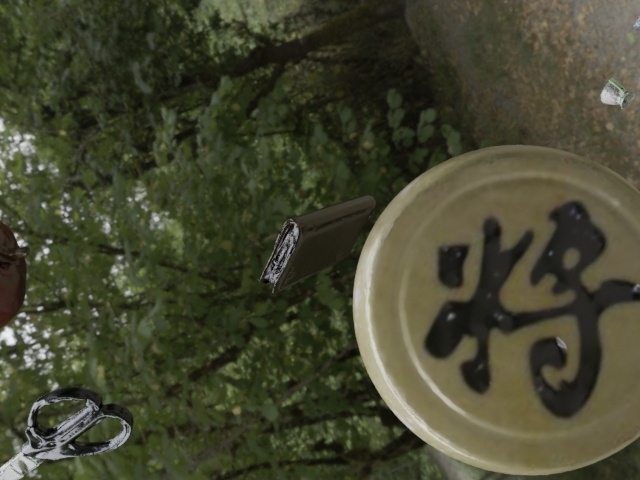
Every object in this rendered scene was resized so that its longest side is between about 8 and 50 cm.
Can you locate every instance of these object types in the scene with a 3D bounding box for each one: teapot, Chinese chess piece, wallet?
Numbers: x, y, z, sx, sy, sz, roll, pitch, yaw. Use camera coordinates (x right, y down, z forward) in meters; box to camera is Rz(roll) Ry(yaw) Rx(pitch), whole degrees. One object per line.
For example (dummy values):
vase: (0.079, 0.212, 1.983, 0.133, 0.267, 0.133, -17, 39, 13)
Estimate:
teapot: (0.740, -0.367, 1.548, 0.064, 0.064, 0.083, 44, 180, 38)
Chinese chess piece: (0.154, 0.052, 0.498, 0.104, 0.257, 0.257, 34, -149, -83)
wallet: (0.000, 0.000, 0.812, 0.031, 0.110, 0.198, 37, -152, 18)

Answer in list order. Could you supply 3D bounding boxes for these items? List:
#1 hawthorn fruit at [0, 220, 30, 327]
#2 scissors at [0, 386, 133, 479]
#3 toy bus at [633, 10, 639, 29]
hawthorn fruit: (-0.518, 0.046, 0.879, 0.215, 0.250, 0.215, -24, -90, -81)
scissors: (-0.339, 0.254, 0.723, 0.109, 0.300, 0.022, 41, -155, -31)
toy bus: (0.460, -0.298, 0.811, 0.065, 0.077, 0.192, 26, -155, 8)
